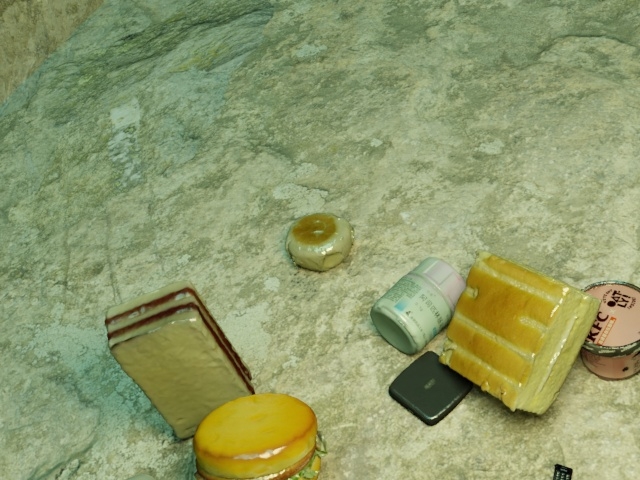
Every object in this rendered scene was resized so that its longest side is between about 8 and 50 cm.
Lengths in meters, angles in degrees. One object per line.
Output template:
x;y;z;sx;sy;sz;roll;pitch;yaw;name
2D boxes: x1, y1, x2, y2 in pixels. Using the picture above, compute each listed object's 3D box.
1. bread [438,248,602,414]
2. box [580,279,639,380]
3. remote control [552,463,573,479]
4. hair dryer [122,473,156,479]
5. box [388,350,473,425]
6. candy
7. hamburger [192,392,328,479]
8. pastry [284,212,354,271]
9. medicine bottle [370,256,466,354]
0.343;0.161;1.485;0.246;0.111;0.239;33;101;56;bread
0.531;0.171;1.488;0.151;0.135;0.151;-13;44;13;box
0.400;0.420;1.374;0.034;0.016;0.091;16;53;12;remote control
-0.390;0.536;1.497;0.073;0.131;0.236;35;85;9;hair dryer
0.212;0.283;1.572;0.126;0.027;0.125;-38;49;-20;box
-0.263;0.231;1.584;0.179;0.321;0.135;-25;40;1;candy
-0.104;0.391;1.466;0.246;0.170;0.246;-7;17;2;hamburger
0.000;0.000;1.880;0.165;0.088;0.166;-8;45;8;pastry
0.200;0.129;1.649;0.168;0.135;0.135;-42;48;-21;medicine bottle
